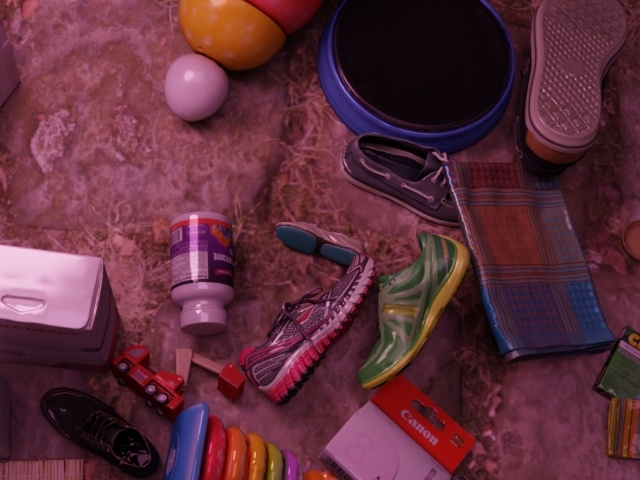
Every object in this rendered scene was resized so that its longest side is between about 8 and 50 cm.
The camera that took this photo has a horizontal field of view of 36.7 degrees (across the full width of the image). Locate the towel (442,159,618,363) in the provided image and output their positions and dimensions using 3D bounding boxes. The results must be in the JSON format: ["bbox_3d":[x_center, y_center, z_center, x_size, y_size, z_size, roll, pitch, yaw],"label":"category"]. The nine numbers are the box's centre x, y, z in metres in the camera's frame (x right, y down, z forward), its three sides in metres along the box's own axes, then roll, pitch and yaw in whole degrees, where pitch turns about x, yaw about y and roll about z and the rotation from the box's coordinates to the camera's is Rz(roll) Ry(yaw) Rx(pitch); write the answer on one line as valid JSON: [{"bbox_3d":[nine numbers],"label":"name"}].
[{"bbox_3d":[0.371,0.028,1.706,0.271,0.040,0.370,-2,69,-33],"label":"towel"}]

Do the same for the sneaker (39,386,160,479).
[{"bbox_3d":[-0.349,0.292,1.523,0.222,0.118,0.083,30,68,5],"label":"sneaker"}]

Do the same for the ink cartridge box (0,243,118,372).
[{"bbox_3d":[-0.431,0.111,1.494,0.207,0.283,0.117,8,68,-4],"label":"ink cartridge box"}]

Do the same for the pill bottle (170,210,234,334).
[{"bbox_3d":[-0.201,0.058,1.638,0.108,0.108,0.194,-1,70,-8],"label":"pill bottle"}]

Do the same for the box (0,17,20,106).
[{"bbox_3d":[-0.639,-0.279,1.631,0.126,0.262,0.231,28,69,4],"label":"box"}]

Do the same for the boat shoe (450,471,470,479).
[{"bbox_3d":[0.252,0.451,1.575,0.056,0.049,0.152,-17,72,-13],"label":"boat shoe"}]

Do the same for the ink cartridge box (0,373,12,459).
[{"bbox_3d":[-0.592,0.247,1.408,0.223,0.307,0.129,-4,69,-8],"label":"ink cartridge box"}]

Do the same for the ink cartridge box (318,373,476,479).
[{"bbox_3d":[0.136,0.335,1.572,0.189,0.066,0.232,41,58,9],"label":"ink cartridge box"}]

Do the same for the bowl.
[{"bbox_3d":[0.190,-0.351,1.863,0.391,0.077,0.391,3,68,-7],"label":"bowl"}]

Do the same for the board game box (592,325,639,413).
[{"bbox_3d":[0.624,0.275,1.703,0.259,0.030,0.136,33,71,6],"label":"board game box"}]

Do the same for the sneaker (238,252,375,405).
[{"bbox_3d":[-0.012,0.131,1.628,0.112,0.121,0.299,38,70,10],"label":"sneaker"}]

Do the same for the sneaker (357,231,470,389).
[{"bbox_3d":[0.139,0.118,1.625,0.123,0.109,0.295,31,80,7],"label":"sneaker"}]

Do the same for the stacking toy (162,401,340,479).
[{"bbox_3d":[-0.092,0.376,1.525,0.301,0.175,0.166,15,62,-16],"label":"stacking toy"}]

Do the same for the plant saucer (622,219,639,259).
[{"bbox_3d":[0.606,0.002,1.812,0.083,0.015,0.083,2,69,-7],"label":"plant saucer"}]

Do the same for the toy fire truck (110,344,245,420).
[{"bbox_3d":[-0.236,0.223,1.595,0.192,0.047,0.135,34,53,17],"label":"toy fire truck"}]

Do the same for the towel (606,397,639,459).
[{"bbox_3d":[0.613,0.333,1.654,0.237,0.021,0.102,6,85,3],"label":"towel"}]

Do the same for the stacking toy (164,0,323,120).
[{"bbox_3d":[-0.150,-0.438,1.766,0.350,0.350,0.480,28,83,4],"label":"stacking toy"}]

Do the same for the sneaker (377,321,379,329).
[{"bbox_3d":[0.157,0.135,1.692,0.119,0.047,0.057,-29,86,-15],"label":"sneaker"}]

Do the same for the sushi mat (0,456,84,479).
[{"bbox_3d":[-0.443,0.495,1.488,0.151,0.019,0.317,-2,70,-7],"label":"sushi mat"}]

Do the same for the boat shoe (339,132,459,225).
[{"bbox_3d":[0.193,-0.115,1.759,0.319,0.099,0.116,19,65,-1],"label":"boat shoe"}]

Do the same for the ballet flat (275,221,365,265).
[{"bbox_3d":[0.000,0.000,1.725,0.168,0.057,0.052,22,40,-2],"label":"ballet flat"}]

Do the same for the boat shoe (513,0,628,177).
[{"bbox_3d":[0.470,-0.318,1.850,0.186,0.156,0.500,19,53,3],"label":"boat shoe"}]
